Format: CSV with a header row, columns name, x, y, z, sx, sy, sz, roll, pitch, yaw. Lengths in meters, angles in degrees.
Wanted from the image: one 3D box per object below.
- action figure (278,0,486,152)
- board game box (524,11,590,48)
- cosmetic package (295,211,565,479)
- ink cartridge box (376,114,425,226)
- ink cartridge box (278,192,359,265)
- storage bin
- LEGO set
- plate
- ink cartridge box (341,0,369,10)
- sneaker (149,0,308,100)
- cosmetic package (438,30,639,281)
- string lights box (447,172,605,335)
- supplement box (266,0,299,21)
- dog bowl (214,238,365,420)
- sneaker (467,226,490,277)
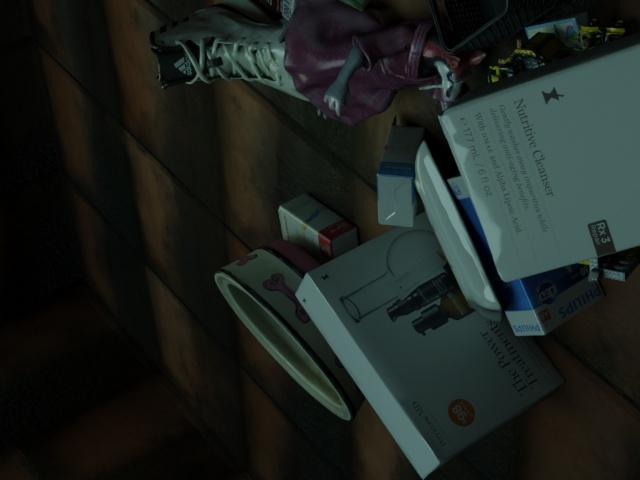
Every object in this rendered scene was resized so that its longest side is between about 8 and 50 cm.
name,x,y,z,sx,sy,sz,roll,pitch,yaw
action figure,0.121,-0.287,1.857,0.370,0.248,0.276,1,73,48
board game box,0.340,-0.226,1.607,0.103,0.026,0.154,4,118,61
cosmetic package,0.180,0.162,1.981,0.377,0.284,0.097,54,153,16
ink cartridge box,0.139,-0.119,1.980,0.061,0.181,0.104,5,130,11
ink cartridge box,0.000,0.000,2.402,0.175,0.072,0.127,36,145,43
storage bin,0.228,-0.341,1.612,0.180,0.084,0.122,-29,76,65
LEGO set,0.319,-0.098,1.519,0.255,0.192,0.331,20,129,30
plate,0.210,0.000,1.869,0.278,0.045,0.277,43,-158,-78
ink cartridge box,0.069,-0.459,1.781,0.062,0.209,0.109,27,-174,-44
sneaker,-0.151,-0.313,2.169,0.447,0.257,0.169,31,140,48
cosmetic package,0.355,-0.116,1.304,0.385,0.156,0.217,-19,99,24
string lights box,0.305,-0.003,1.763,0.076,0.133,0.260,-13,104,63
supplement box,-0.087,-0.499,2.086,0.239,0.073,0.130,48,151,30
dog bowl,-0.027,0.168,2.415,0.408,0.150,0.408,45,166,14
sneaker,0.263,-0.009,1.909,0.068,0.071,0.170,35,143,45
